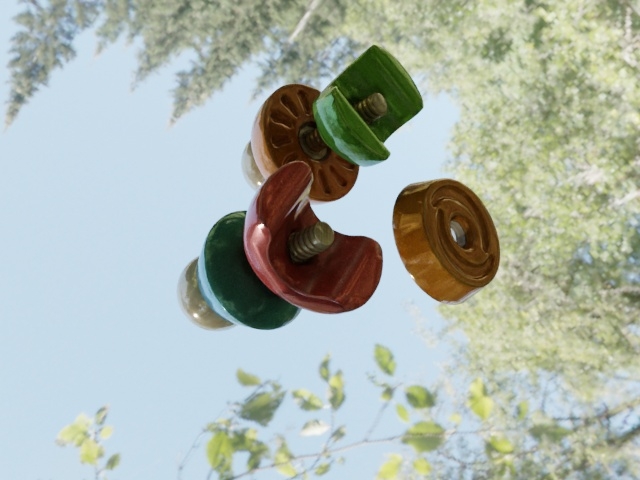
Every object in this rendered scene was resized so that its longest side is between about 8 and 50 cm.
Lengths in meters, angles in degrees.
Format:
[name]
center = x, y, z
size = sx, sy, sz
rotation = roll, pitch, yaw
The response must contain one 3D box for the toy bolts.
[toy bolts]
center = 0.000, 0.000, 0.595
size = 0.218, 0.158, 0.228
rotation = 52, -135, -12
